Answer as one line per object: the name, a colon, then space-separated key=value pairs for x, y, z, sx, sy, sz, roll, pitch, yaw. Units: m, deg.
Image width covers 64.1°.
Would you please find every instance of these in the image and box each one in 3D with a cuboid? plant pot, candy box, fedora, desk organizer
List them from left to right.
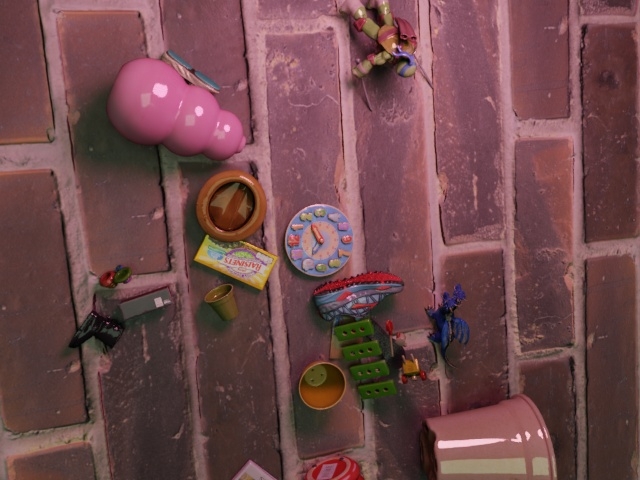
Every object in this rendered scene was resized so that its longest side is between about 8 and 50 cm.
desk organizer: x=-0.458 y=0.162 z=1.349 sx=0.130 sy=0.050 sz=0.047 roll=-19 pitch=100 yaw=-11
plant pot: x=-0.260 y=0.174 z=1.389 sx=0.083 sy=0.083 sz=0.079 roll=-26 pitch=113 yaw=-10
fedora: x=-0.237 y=-0.092 z=1.362 sx=0.195 sy=0.079 sz=0.194 roll=-2 pitch=100 yaw=-11
candy box: x=-0.231 y=0.049 z=1.404 sx=0.206 sy=0.027 sz=0.105 roll=25 pitch=92 yaw=-14
plant pot: x=-0.004 y=0.398 z=1.457 sx=0.134 sy=0.095 sz=0.134 roll=-1 pitch=96 yaw=-13
plant pot: x=0.053 y=0.730 z=1.458 sx=0.191 sy=0.191 sz=0.174 roll=-17 pitch=96 yaw=-11
plant pot: x=0.464 y=0.628 z=1.500 sx=0.306 sy=0.334 sz=0.333 roll=-2 pitch=96 yaw=-2

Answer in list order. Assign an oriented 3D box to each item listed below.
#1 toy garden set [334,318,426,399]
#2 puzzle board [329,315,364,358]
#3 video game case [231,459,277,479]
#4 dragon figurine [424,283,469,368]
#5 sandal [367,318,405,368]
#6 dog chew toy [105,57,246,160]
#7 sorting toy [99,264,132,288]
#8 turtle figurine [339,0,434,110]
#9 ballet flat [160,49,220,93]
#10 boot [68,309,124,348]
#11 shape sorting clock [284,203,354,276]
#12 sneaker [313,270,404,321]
toy garden set: x=0.178 y=0.328 z=1.476 sx=0.204 sy=0.049 sz=0.244 roll=-16 pitch=104 yaw=19
puzzle board: x=0.078 y=0.285 z=1.509 sx=0.097 sy=0.011 sz=0.128 roll=3 pitch=94 yaw=-13
video game case: x=-0.205 y=0.784 z=1.484 sx=0.206 sy=0.026 sz=0.227 roll=43 pitch=85 yaw=-13
dragon figurine: x=0.380 y=0.266 z=1.510 sx=0.085 sy=0.144 sz=0.288 roll=-8 pitch=97 yaw=-12
sandal: x=0.189 y=0.305 z=1.525 sx=0.067 sy=0.040 sz=0.179 roll=-41 pitch=95 yaw=-9
dog chew toy: x=-0.342 y=-0.303 z=1.260 sx=0.332 sy=0.207 sz=0.206 roll=22 pitch=90 yaw=-22
sorting toy: x=-0.520 y=0.099 z=1.325 sx=0.102 sy=0.061 sz=0.042 roll=-9 pitch=133 yaw=21
turtle figurine: x=0.163 y=-0.523 z=1.404 sx=0.198 sy=0.275 sz=0.266 roll=-27 pitch=81 yaw=13
ballet flat: x=-0.339 y=-0.424 z=1.326 sx=0.168 sy=0.057 sz=0.052 roll=36 pitch=114 yaw=-11
boot: x=-0.581 y=0.249 z=1.334 sx=0.099 sy=0.045 sz=0.121 roll=36 pitch=86 yaw=-17
shape sorting clock: x=0.000 y=0.000 z=1.447 sx=0.207 sy=0.040 sz=0.206 roll=-1 pitch=96 yaw=-13
sneaker: x=0.114 y=0.166 z=1.473 sx=0.262 sy=0.104 sz=0.125 roll=-10 pitch=108 yaw=-4
